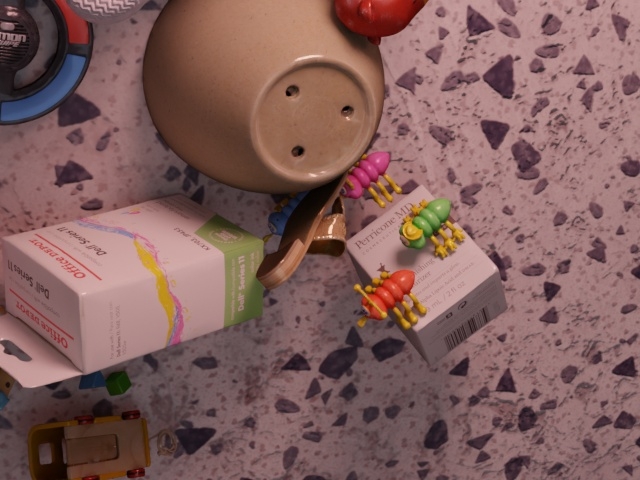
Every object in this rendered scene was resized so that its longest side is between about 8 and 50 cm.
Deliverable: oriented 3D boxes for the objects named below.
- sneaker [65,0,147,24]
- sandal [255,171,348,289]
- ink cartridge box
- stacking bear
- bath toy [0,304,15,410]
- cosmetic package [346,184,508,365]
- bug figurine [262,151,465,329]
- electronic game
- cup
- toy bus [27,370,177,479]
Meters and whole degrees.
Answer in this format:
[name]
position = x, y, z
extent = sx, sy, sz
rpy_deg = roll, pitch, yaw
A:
[sneaker]
position = -0.170, -0.370, 1.531
extent = 0.137, 0.210, 0.365
rpy_deg = 33, 72, 5
[sandal]
position = -0.004, 0.002, 1.717
extent = 0.088, 0.240, 0.079
rpy_deg = -26, 112, 42
[ink cartridge box]
position = -0.272, 0.057, 1.659
extent = 0.354, 0.207, 0.119
rpy_deg = -17, 121, -37
[stacking bear]
position = 0.076, -0.395, 1.607
extent = 0.164, 0.175, 0.288
rpy_deg = 1, 77, 3
[bath toy]
position = -0.510, 0.069, 1.679
extent = 0.151, 0.129, 0.348
rpy_deg = -22, 118, -11
[cosmetic package]
position = 0.156, 0.052, 1.869
extent = 0.151, 0.183, 0.151
rpy_deg = -37, 152, -5
[bug figurine]
position = 0.062, -0.016, 1.790
extent = 0.216, 0.279, 0.072
rpy_deg = -45, 156, -10
[electronic game]
position = -0.403, -0.256, 1.620
extent = 0.229, 0.048, 0.229
rpy_deg = -8, 115, -17
[cup]
position = -0.046, -0.191, 1.680
extent = 0.331, 0.237, 0.331
rpy_deg = -9, 116, -18
[toy bus]
position = -0.332, 0.303, 1.864
extent = 0.104, 0.191, 0.202
rpy_deg = -10, 126, 33
